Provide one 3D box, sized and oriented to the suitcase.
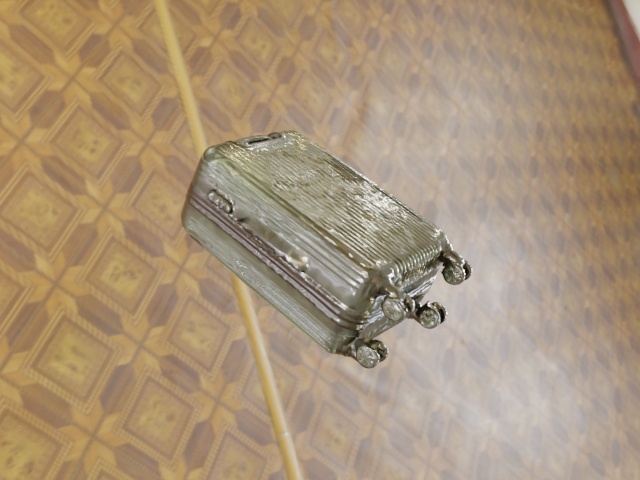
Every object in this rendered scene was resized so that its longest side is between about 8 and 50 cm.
[{"bbox_3d":[0.000,0.000,0.952,0.312,0.128,0.202,38,32,21],"label":"suitcase"}]
